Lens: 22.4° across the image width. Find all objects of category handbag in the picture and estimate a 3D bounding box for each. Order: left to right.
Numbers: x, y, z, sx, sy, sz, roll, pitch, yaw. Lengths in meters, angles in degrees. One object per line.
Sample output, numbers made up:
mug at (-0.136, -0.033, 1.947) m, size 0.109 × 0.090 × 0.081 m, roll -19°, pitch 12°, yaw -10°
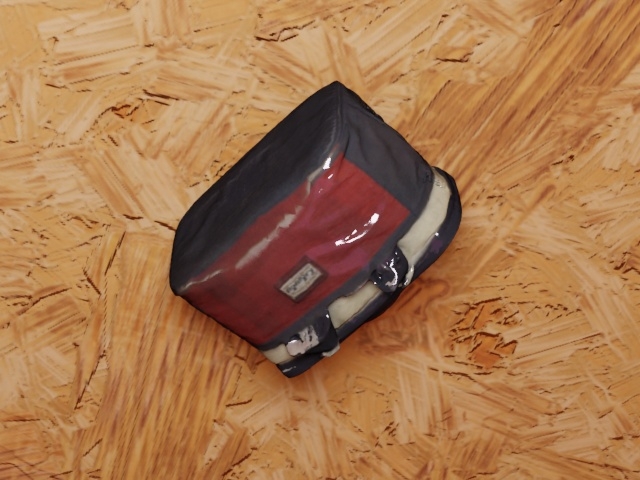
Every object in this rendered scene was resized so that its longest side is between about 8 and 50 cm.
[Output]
handbag at (0.000, 0.000, 1.480) m, size 0.181 × 0.181 × 0.254 m, roll 37°, pitch 114°, yaw -23°
